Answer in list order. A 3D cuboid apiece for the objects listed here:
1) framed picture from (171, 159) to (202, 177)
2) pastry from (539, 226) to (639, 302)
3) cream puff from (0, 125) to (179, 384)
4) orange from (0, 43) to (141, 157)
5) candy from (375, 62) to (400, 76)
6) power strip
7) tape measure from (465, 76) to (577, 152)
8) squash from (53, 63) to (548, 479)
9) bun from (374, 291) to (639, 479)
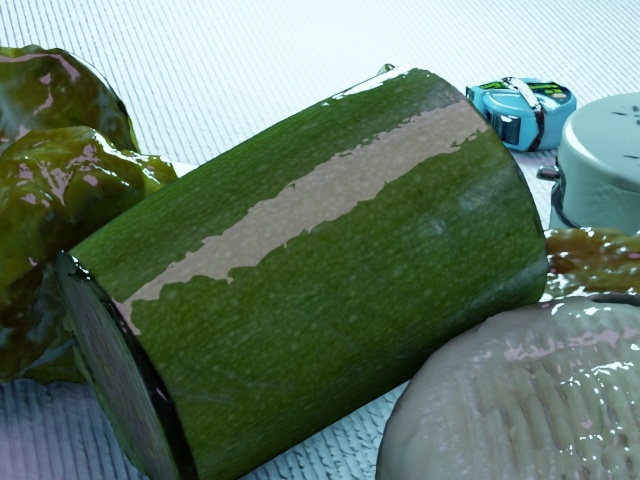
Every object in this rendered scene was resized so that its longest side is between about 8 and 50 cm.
[{"bbox_3d":[0.000,0.000,1.969,0.338,0.014,0.255,7,29,-45],"label":"framed picture"},{"bbox_3d":[0.247,0.095,1.843,0.329,0.136,0.330,0,27,0],"label":"pastry"},{"bbox_3d":[-0.252,0.011,1.763,0.282,0.282,0.185,-16,40,-39],"label":"cream puff"},{"bbox_3d":[-0.362,-0.071,1.926,0.368,0.271,0.210,12,-19,-25],"label":"orange"},{"bbox_3d":[0.137,-0.185,2.536,0.055,0.049,0.184,-18,42,-29],"label":"candy"},{"bbox_3d":[0.422,-0.042,2.149,0.357,0.161,0.357,4,26,-2],"label":"power strip"},{"bbox_3d":[0.273,-0.170,2.476,0.125,0.081,0.146,-7,29,-20],"label":"tape measure"},{"bbox_3d":[-0.024,0.035,1.643,0.384,0.263,0.263,-30,38,-19],"label":"squash"},{"bbox_3d":[0.224,0.201,1.544,0.359,0.211,0.360,-4,30,2],"label":"bun"}]
